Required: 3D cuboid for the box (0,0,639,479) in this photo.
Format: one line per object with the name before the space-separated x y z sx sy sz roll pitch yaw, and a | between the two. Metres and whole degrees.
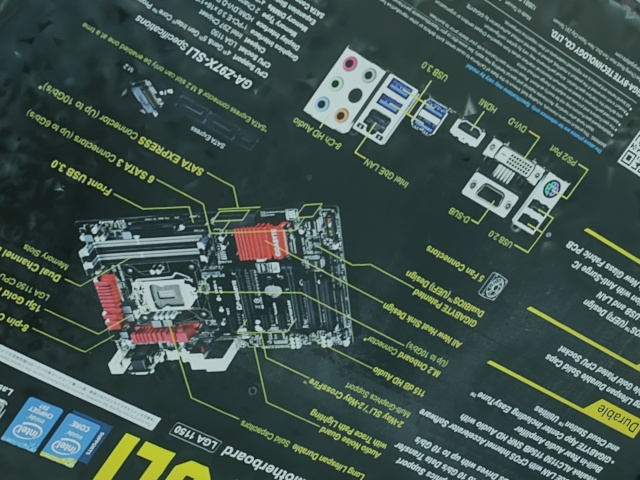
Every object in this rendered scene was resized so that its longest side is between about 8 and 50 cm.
box | 0.000 0.000 0.631 0.322 0.257 0.079 28 14 -34
